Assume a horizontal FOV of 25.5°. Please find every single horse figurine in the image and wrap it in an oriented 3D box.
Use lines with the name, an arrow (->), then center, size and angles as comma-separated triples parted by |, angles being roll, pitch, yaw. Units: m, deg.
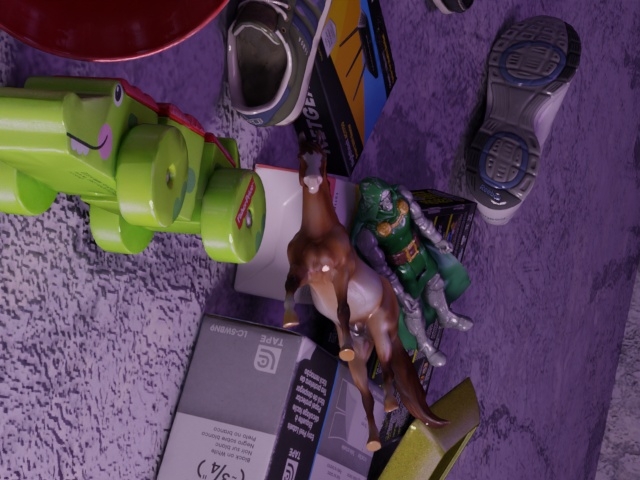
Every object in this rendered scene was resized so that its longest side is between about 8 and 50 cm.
horse figurine -> 0.027, 0.059, 1.178 | 0.174, 0.066, 0.263 | -92, 156, -45

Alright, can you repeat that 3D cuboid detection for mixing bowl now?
mixing bowl -> -0.129, -0.206, 0.818 | 0.098, 0.181, 0.181 | -106, -170, -58

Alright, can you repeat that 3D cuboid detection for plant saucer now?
plant saucer -> 0.115, 0.263, 1.620 | 0.188, 0.045, 0.188 | -62, 163, 20

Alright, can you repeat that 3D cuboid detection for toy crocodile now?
toy crocodile -> -0.121, -0.052, 0.937 | 0.340, 0.115, 0.105 | 29, 67, -68

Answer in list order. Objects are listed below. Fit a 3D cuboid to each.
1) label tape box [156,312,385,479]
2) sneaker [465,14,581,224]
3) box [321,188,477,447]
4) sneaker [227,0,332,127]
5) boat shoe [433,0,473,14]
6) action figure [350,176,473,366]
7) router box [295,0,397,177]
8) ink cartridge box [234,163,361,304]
label tape box -> -0.059, 0.258, 1.227 | 0.240, 0.106, 0.334 | 41, 62, -63
sneaker -> 0.248, -0.155, 1.803 | 0.129, 0.111, 0.297 | 87, 26, -67
box -> 0.074, 0.083, 1.482 | 0.216, 0.060, 0.270 | -9, 115, -65
sneaker -> -0.035, -0.183, 1.138 | 0.086, 0.064, 0.192 | -25, 126, -68
boat shoe -> 0.147, -0.336, 1.487 | 0.084, 0.079, 0.233 | -60, 152, -42
action figure -> 0.080, 0.023, 1.319 | 0.137, 0.063, 0.232 | -54, 139, -23
router box -> 0.015, -0.165, 1.289 | 0.179, 0.046, 0.133 | 71, 37, -50
ink cartridge box -> 0.000, 0.000, 1.298 | 0.198, 0.067, 0.115 | 9, 91, -67
